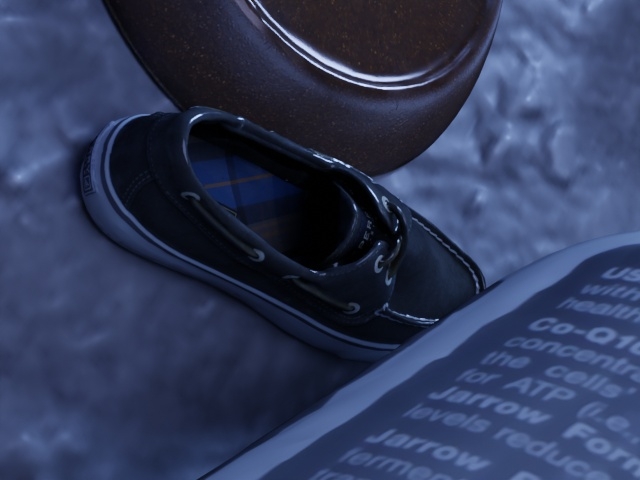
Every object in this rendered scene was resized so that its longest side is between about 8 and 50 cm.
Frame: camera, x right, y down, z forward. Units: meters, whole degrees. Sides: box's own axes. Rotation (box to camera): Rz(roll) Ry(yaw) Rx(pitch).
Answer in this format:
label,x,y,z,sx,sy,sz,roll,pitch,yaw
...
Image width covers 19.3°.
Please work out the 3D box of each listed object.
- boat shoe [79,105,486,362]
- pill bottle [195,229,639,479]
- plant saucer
label,x,y,z,sx,sy,sz,roll,pitch,yaw
boat shoe,0.000,0.000,0.524,0.142,0.040,0.049,21,65,-38
pill bottle,0.059,0.119,0.435,0.361,0.204,0.204,-30,100,-42
plant saucer,0.001,-0.102,0.561,0.168,0.029,0.168,12,72,-41
